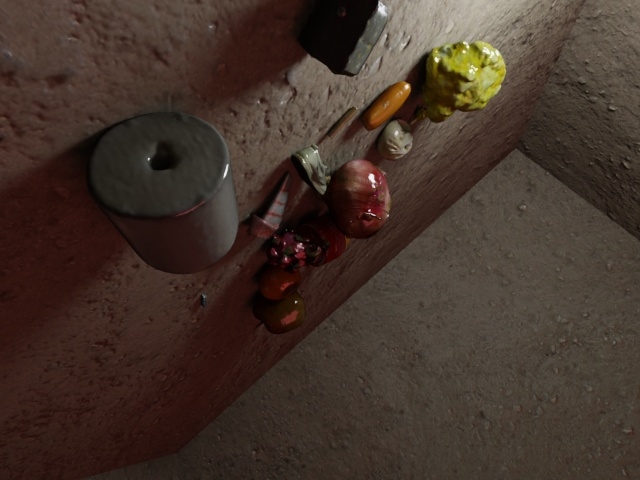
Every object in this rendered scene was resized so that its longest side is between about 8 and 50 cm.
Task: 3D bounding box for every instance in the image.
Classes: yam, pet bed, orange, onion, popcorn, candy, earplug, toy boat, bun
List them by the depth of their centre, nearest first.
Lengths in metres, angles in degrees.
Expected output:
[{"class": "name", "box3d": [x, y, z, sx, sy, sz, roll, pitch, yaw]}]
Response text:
[{"class": "earplug", "box3d": [-0.374, -0.086, 1.086, 0.312, 0.313, 0.394, -34, 160, -21]}, {"class": "pet bed", "box3d": [0.053, -0.561, 1.098, 0.159, 0.183, 0.211, -12, 142, -56]}, {"class": "yam", "box3d": [0.082, -0.444, 1.571, 0.145, 0.032, 0.032, -47, 158, 6]}, {"class": "toy boat", "box3d": [-0.175, -0.141, 1.646, 0.283, 0.096, 0.206, -62, 161, 12]}, {"class": "popcorn", "box3d": [0.587, -0.655, 1.704, 0.333, 0.293, 0.293, -11, -167, 0]}, {"class": "onion", "box3d": [0.168, -0.176, 1.806, 0.353, 0.354, 0.354, -36, 157, -18]}, {"class": "bun", "box3d": [0.353, -0.453, 1.898, 0.178, 0.128, 0.193, -29, 153, -28]}, {"class": "candy", "box3d": [0.426, -0.549, 1.967, 0.194, 0.062, 0.058, -42, -155, 22]}, {"class": "orange", "box3d": [-0.200, 0.204, 2.083, 0.224, 0.170, 0.224, -38, 154, -22]}]

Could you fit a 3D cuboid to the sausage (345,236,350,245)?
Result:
[{"class": "sausage", "box3d": [0.127, -0.052, 2.254, 0.354, 0.116, 0.134, -59, 174, 32]}]

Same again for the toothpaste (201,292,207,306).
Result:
[{"class": "toothpaste", "box3d": [-0.518, 0.265, 1.850, 0.017, 0.020, 0.083, -23, 151, -32]}]

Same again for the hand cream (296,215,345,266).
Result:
[{"class": "hand cream", "box3d": [0.000, 0.000, 1.991, 0.149, 0.230, 0.230, -28, 154, -36]}]

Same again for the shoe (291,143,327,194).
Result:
[{"class": "shoe", "box3d": [-0.024, -0.269, 1.614, 0.098, 0.103, 0.275, -43, 157, -5]}]

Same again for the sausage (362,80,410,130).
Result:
[{"class": "sausage", "box3d": [0.259, -0.532, 1.639, 0.238, 0.098, 0.098, -43, 159, 4]}]

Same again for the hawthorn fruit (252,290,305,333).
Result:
[{"class": "hawthorn fruit", "box3d": [-0.234, 0.376, 2.247, 0.300, 0.268, 0.268, -31, 156, -22]}]

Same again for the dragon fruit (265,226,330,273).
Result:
[{"class": "dragon fruit", "box3d": [-0.107, 0.054, 1.858, 0.218, 0.272, 0.199, -17, 124, -59]}]

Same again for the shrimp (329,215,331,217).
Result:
[{"class": "shrimp", "box3d": [0.053, -0.054, 2.139, 0.154, 0.062, 0.295, -12, 124, -62]}]
